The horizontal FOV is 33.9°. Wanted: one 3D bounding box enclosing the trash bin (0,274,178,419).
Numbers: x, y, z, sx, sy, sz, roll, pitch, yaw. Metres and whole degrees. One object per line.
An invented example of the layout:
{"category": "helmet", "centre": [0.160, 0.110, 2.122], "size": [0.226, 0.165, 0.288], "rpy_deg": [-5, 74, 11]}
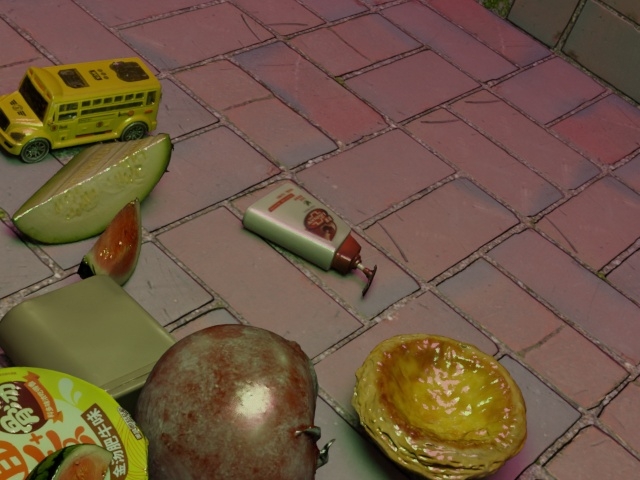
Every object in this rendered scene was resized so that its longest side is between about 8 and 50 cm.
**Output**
{"category": "trash bin", "centre": [-0.350, 0.184, 1.655], "size": [0.247, 0.121, 0.243], "rpy_deg": [40, 41, 27]}

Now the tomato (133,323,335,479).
{"category": "tomato", "centre": [-0.121, 0.277, 1.490], "size": [0.283, 0.316, 0.316], "rpy_deg": [1, 40, -1]}

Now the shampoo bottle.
{"category": "shampoo bottle", "centre": [0.000, 0.000, 2.064], "size": [0.284, 0.071, 0.153], "rpy_deg": [34, 42, 18]}

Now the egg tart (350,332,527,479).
{"category": "egg tart", "centre": [0.193, 0.295, 1.765], "size": [0.319, 0.128, 0.319], "rpy_deg": [11, 38, -9]}

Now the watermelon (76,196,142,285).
{"category": "watermelon", "centre": [-0.362, 0.012, 1.846], "size": [0.063, 0.119, 0.245], "rpy_deg": [14, 29, 9]}

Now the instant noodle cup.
{"category": "instant noodle cup", "centre": [-0.390, 0.346, 1.358], "size": [0.312, 0.221, 0.311], "rpy_deg": [13, 40, -11]}

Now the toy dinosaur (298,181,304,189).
{"category": "toy dinosaur", "centre": [-0.042, -0.094, 2.198], "size": [0.062, 0.021, 0.083], "rpy_deg": [45, 48, 17]}

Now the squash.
{"category": "squash", "centre": [-0.402, -0.080, 1.935], "size": [0.203, 0.111, 0.288], "rpy_deg": [-6, 29, 20]}

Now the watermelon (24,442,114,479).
{"category": "watermelon", "centre": [-0.308, 0.287, 1.232], "size": [0.087, 0.069, 0.163], "rpy_deg": [20, 41, -1]}

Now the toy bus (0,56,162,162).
{"category": "toy bus", "centre": [-0.489, -0.270, 2.094], "size": [0.330, 0.152, 0.144], "rpy_deg": [-15, 52, -37]}
